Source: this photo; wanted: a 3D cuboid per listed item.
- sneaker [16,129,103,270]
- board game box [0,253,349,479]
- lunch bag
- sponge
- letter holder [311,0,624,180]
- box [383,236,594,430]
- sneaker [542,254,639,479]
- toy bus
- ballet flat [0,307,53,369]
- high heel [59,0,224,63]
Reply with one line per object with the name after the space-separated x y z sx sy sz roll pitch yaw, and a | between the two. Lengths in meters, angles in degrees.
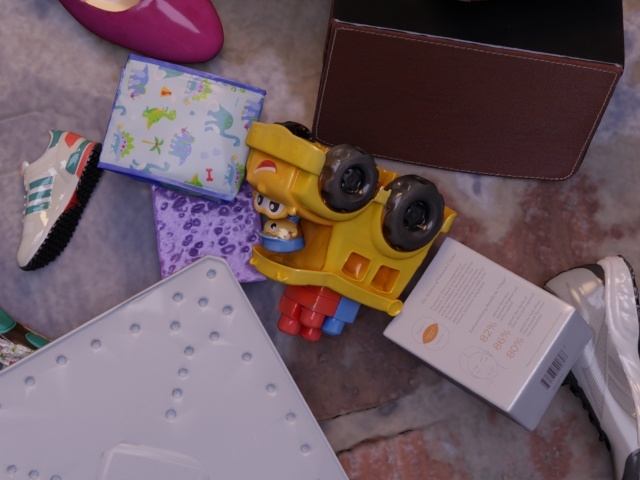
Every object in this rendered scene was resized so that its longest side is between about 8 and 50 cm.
-0.301 -0.047 1.561 0.075 0.057 0.161 26 87 16 | sneaker
-0.185 0.267 1.501 0.390 0.050 0.390 -30 102 -5 | board game box
-0.149 -0.117 1.515 0.151 0.096 0.129 15 85 -11 | lunch bag
-0.128 -0.053 1.575 0.117 0.031 0.210 -7 87 -4 | sponge
0.153 -0.195 1.555 0.302 0.214 0.152 8 54 -2 | letter holder
0.179 0.098 1.516 0.170 0.091 0.130 32 85 32 | box
0.307 0.156 1.561 0.108 0.100 0.271 -10 81 6 | sneaker
0.000 0.000 1.493 0.220 0.149 0.211 24 93 -38 | toy bus
-0.337 0.122 1.528 0.241 0.091 0.077 32 97 1 | ballet flat
-0.261 -0.320 1.509 0.377 0.181 0.127 34 85 0 | high heel
